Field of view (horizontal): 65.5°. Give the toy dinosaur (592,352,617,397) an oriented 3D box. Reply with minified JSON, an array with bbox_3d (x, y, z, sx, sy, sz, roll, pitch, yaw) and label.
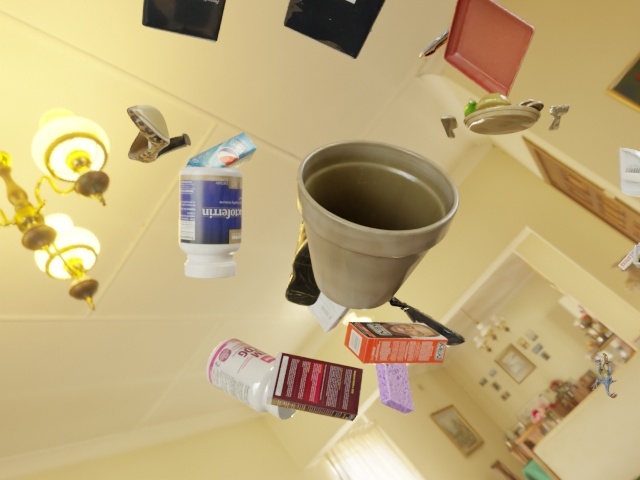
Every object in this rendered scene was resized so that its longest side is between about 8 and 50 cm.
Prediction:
[{"bbox_3d":[0.662,0.315,1.140,0.090,0.082,0.047,-23,7,-39],"label":"toy dinosaur"}]

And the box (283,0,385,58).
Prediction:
[{"bbox_3d":[0.087,-0.608,0.972,0.343,0.179,0.312,127,165,-62],"label":"box"}]

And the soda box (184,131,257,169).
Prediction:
[{"bbox_3d":[-0.286,-0.231,1.428,0.210,0.067,0.071,-39,-2,-38],"label":"soda box"}]

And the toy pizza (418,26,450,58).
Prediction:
[{"bbox_3d":[0.403,-0.653,1.610,0.201,0.032,0.201,-40,8,7],"label":"toy pizza"}]

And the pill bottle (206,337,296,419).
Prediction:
[{"bbox_3d":[-0.192,0.414,1.494,0.160,0.283,0.160,-30,-52,-47],"label":"pill bottle"}]

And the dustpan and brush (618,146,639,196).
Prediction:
[{"bbox_3d":[0.922,-0.174,1.385,0.060,0.211,0.147,-32,-61,-21],"label":"dustpan and brush"}]

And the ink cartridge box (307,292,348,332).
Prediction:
[{"bbox_3d":[0.046,0.194,1.896,0.065,0.185,0.311,-21,-27,-39],"label":"ink cartridge box"}]

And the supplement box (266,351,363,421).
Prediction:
[{"bbox_3d":[-0.014,0.392,1.337,0.073,0.240,0.130,102,180,-56],"label":"supplement box"}]

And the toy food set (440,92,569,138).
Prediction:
[{"bbox_3d":[0.305,-0.213,0.837,0.132,0.192,0.038,18,-108,-70],"label":"toy food set"}]

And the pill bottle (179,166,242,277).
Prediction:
[{"bbox_3d":[-0.270,-0.044,1.226,0.153,0.153,0.264,-4,-82,-49],"label":"pill bottle"}]

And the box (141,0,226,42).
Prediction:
[{"bbox_3d":[-0.347,-0.798,1.317,0.212,0.293,0.395,4,-40,-22],"label":"box"}]

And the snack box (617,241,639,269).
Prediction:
[{"bbox_3d":[0.820,0.012,1.260,0.064,0.022,0.178,-33,-28,-14],"label":"snack box"}]

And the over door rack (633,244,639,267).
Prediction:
[{"bbox_3d":[0.591,-0.076,0.743,0.240,0.108,0.324,25,-98,-40],"label":"over door rack"}]

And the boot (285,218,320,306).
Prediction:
[{"bbox_3d":[0.000,0.000,1.524,0.377,0.138,0.284,113,171,-48],"label":"boot"}]

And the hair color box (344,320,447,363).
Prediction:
[{"bbox_3d":[0.116,0.158,0.771,0.141,0.072,0.043,6,-80,-24],"label":"hair color box"}]

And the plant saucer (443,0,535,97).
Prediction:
[{"bbox_3d":[0.481,-0.565,1.420,0.048,0.258,0.259,-35,-25,-17],"label":"plant saucer"}]

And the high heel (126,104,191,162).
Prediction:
[{"bbox_3d":[-0.485,-0.271,1.315,0.186,0.093,0.261,-15,-12,11],"label":"high heel"}]

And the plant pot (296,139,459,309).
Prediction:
[{"bbox_3d":[0.096,-0.015,1.059,0.323,0.323,0.280,-24,-39,-32],"label":"plant pot"}]

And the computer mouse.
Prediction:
[{"bbox_3d":[0.313,0.251,1.431,0.184,0.262,0.060,31,-91,-46],"label":"computer mouse"}]

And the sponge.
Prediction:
[{"bbox_3d":[0.181,0.319,1.254,0.031,0.210,0.117,-29,-45,27],"label":"sponge"}]
